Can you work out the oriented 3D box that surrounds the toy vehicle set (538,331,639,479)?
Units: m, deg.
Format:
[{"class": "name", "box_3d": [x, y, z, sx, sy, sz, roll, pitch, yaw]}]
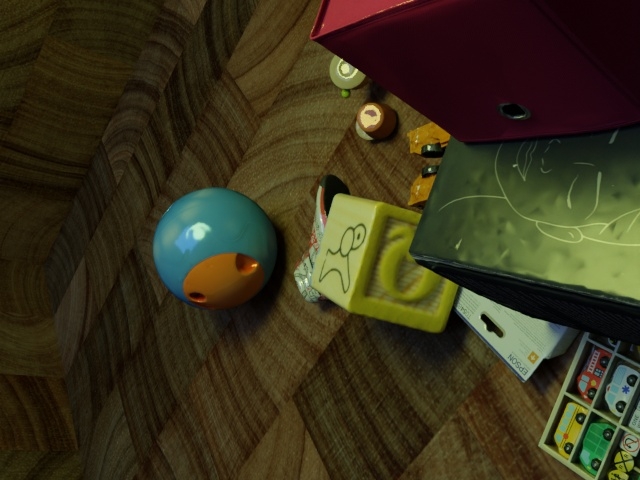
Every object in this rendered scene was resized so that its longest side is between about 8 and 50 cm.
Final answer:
[{"class": "toy vehicle set", "box_3d": [0.418, 0.206, 0.985, 0.166, 0.035, 0.266, 29, 102, 52]}]

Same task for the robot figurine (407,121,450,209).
[{"class": "robot figurine", "box_3d": [0.267, -0.149, 1.202, 0.291, 0.085, 0.211, -13, 71, 48]}]

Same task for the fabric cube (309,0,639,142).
[{"class": "fabric cube", "box_3d": [0.189, -0.276, 0.747, 0.254, 0.258, 0.259, 1, 71, 50]}]

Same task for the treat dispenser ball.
[{"class": "treat dispenser ball", "box_3d": [-0.245, 0.020, 1.694, 0.288, 0.288, 0.288, -21, 63, 48]}]

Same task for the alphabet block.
[{"class": "alphabet block", "box_3d": [0.117, 0.035, 1.267, 0.197, 0.194, 0.192, -155, 79, -69]}]

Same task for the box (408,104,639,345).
[{"class": "box", "box_3d": [0.425, -0.118, 0.824, 0.472, 0.297, 0.479, 14, 81, 55]}]

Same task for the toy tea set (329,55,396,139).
[{"class": "toy tea set", "box_3d": [0.142, -0.375, 1.503, 0.200, 0.124, 0.336, 32, 103, 21]}]

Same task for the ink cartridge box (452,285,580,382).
[{"class": "ink cartridge box", "box_3d": [0.325, 0.071, 1.141, 0.224, 0.045, 0.223, -61, 39, 20]}]

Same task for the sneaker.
[{"class": "sneaker", "box_3d": [-0.001, 0.000, 1.550, 0.145, 0.090, 0.270, -29, 59, 41]}]
